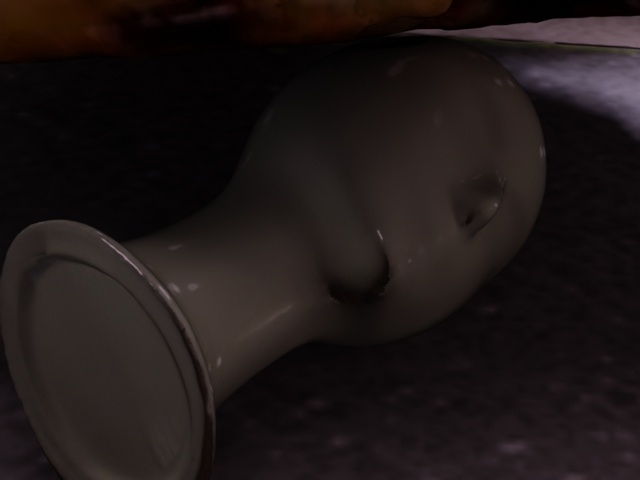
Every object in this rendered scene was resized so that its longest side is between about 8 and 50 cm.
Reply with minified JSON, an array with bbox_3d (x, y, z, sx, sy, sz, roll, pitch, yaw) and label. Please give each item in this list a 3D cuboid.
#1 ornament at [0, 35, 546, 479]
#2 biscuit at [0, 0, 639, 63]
[{"bbox_3d":[0.000,0.000,0.456,0.081,0.075,0.156,-3,20,40],"label":"ornament"},{"bbox_3d":[0.004,-0.092,0.502,0.334,0.081,0.289,-4,6,19],"label":"biscuit"}]
